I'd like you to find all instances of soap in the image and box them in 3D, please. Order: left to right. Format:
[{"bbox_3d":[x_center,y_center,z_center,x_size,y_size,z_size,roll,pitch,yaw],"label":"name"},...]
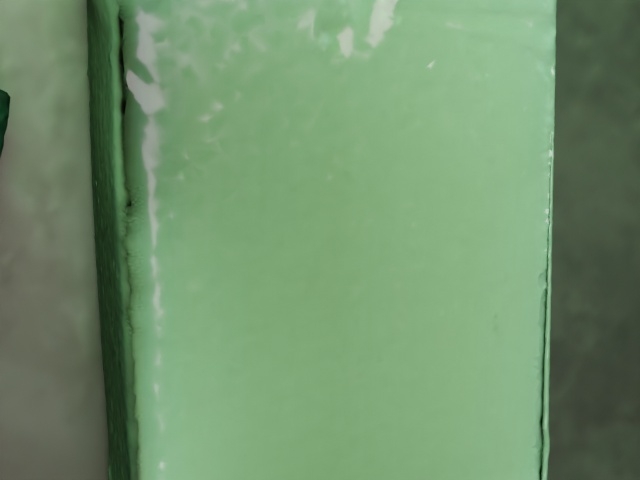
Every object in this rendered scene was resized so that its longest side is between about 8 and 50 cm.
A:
[{"bbox_3d":[0.000,0.000,0.409,0.121,0.064,0.183,-4,105,-15],"label":"soap"}]

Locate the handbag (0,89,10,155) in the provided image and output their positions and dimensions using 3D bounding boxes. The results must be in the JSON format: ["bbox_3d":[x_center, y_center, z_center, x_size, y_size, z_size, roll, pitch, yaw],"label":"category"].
[{"bbox_3d":[-0.224,0.090,0.361,0.238,0.089,0.326,16,98,-18],"label":"handbag"}]
